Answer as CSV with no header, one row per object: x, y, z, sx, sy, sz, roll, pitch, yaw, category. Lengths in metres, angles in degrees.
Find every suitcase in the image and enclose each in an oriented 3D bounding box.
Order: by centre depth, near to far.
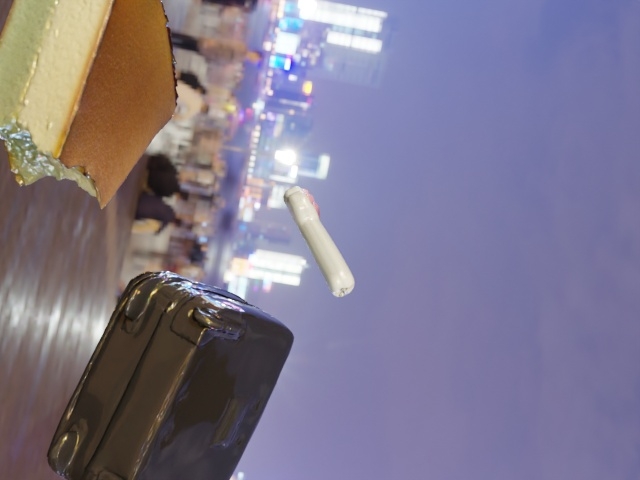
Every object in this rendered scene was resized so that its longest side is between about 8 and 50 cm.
-0.207,0.237,1.477,0.339,0.188,0.345,28,85,-62,suitcase

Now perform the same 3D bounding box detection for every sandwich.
-0.221,-0.152,0.879,0.220,0.108,0.186,89,25,-50,sandwich

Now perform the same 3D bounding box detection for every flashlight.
0.000,0.000,1.596,0.200,0.048,0.093,61,-6,22,flashlight
